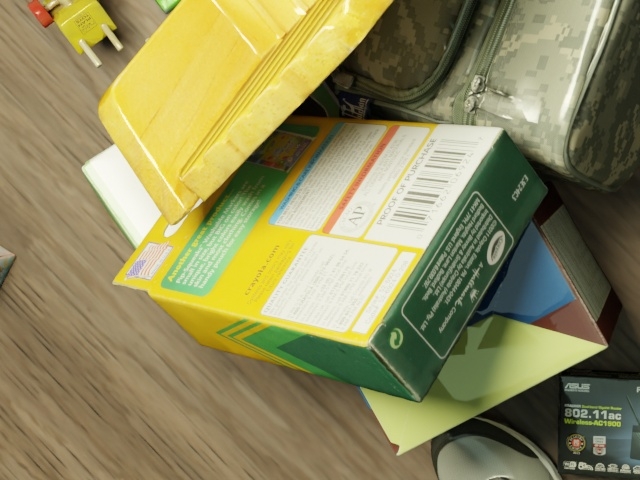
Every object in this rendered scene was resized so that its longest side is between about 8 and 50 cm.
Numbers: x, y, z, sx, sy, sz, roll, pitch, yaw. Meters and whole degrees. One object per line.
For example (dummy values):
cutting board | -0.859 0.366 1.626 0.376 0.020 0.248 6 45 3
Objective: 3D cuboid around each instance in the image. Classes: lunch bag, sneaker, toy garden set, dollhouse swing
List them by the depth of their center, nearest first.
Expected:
dollhouse swing | -0.087 -0.269 1.146 0.305 0.315 0.347 40 136 -9
lunch bag | 0.166 -0.209 1.247 0.256 0.212 0.305 23 97 30
sneaker | 0.189 0.278 1.349 0.100 0.108 0.271 -34 86 18
toy garden set | -0.128 -0.199 1.383 0.204 0.049 0.244 -38 83 -3

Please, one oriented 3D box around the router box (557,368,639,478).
router box | 0.275 0.165 1.346 0.122 0.038 0.092 1 96 15

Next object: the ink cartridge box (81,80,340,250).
ink cartridge box | -0.081 -0.063 1.411 0.235 0.056 0.171 -35 87 -8

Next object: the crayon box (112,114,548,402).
crayon box | 0.000 0.000 1.210 0.323 0.083 0.203 10 60 48

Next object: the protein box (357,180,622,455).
protein box | 0.135 0.060 1.287 0.200 0.201 0.136 -30 88 16

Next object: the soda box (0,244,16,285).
soda box | -0.380 0.078 1.505 0.063 0.058 0.183 32 103 10
